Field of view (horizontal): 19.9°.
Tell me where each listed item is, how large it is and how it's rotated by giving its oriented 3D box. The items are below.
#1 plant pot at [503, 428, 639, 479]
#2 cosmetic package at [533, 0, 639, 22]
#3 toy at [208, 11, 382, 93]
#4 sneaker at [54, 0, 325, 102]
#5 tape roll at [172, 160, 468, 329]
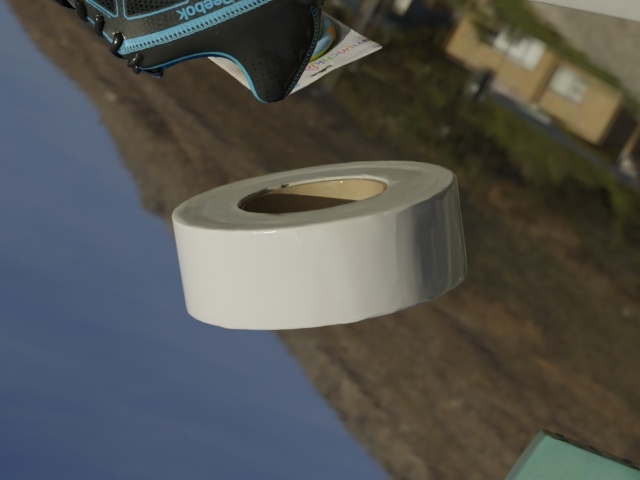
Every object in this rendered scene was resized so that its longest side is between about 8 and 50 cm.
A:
[{"bbox_3d":[0.215,0.303,1.700,0.166,0.234,0.165,20,179,5],"label":"plant pot"},{"bbox_3d":[0.222,-0.198,1.164,0.127,0.107,0.238,-9,-161,-18],"label":"cosmetic package"},{"bbox_3d":[-0.052,-0.229,1.946,0.237,0.137,0.056,37,151,56],"label":"toy"},{"bbox_3d":[-0.164,-0.207,1.478,0.341,0.139,0.125,14,-171,3],"label":"sneaker"},{"bbox_3d":[0.000,0.000,1.791,0.286,0.100,0.286,-8,-167,2],"label":"tape roll"}]
